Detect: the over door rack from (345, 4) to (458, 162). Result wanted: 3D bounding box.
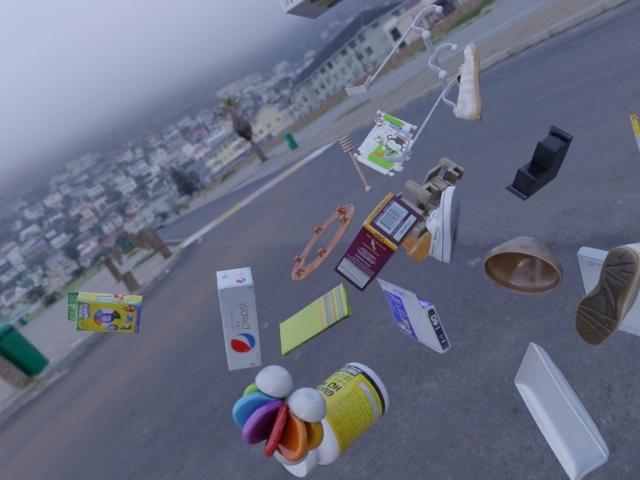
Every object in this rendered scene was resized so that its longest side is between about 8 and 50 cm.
[{"bbox_3d":[0.241,-0.376,1.273,0.324,0.240,0.108,-49,38,-16],"label":"over door rack"}]

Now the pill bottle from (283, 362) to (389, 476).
[{"bbox_3d":[0.028,0.509,1.490,0.333,0.188,0.187,-28,5,-39],"label":"pill bottle"}]

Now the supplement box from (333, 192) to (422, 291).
[{"bbox_3d":[0.111,0.008,1.042,0.104,0.080,0.188,-46,-9,-35],"label":"supplement box"}]

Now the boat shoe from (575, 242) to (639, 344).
[{"bbox_3d":[0.743,0.139,1.315,0.098,0.303,0.109,-14,37,-27],"label":"boat shoe"}]

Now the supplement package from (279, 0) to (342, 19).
[{"bbox_3d":[0.028,-0.564,1.026,0.243,0.134,0.139,-20,6,31],"label":"supplement package"}]

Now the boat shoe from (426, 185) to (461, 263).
[{"bbox_3d":[0.341,-0.042,1.474,0.084,0.258,0.095,16,41,26],"label":"boat shoe"}]

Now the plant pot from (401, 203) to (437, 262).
[{"bbox_3d":[0.342,-0.050,1.941,0.205,0.187,0.205,-60,0,0],"label":"plant pot"}]

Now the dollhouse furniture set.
[{"bbox_3d":[0.319,-0.153,1.715,0.212,0.161,0.242,-34,-27,-37],"label":"dollhouse furniture set"}]

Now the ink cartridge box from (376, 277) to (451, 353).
[{"bbox_3d":[0.264,0.202,1.492,0.045,0.208,0.206,-34,22,-16],"label":"ink cartridge box"}]

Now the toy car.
[{"bbox_3d":[-0.088,0.342,0.982,0.136,0.181,0.159,-16,-50,-59],"label":"toy car"}]

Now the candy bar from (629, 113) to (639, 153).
[{"bbox_3d":[0.868,-0.267,1.413,0.018,0.162,0.040,-17,8,30],"label":"candy bar"}]

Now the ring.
[{"bbox_3d":[0.000,0.000,1.823,0.337,0.032,0.337,-49,13,15],"label":"ring"}]

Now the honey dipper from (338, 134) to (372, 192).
[{"bbox_3d":[0.097,-0.199,1.371,0.030,0.161,0.030,-28,12,6],"label":"honey dipper"}]

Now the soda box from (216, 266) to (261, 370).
[{"bbox_3d":[-0.171,0.168,1.101,0.073,0.216,0.069,-7,29,-11],"label":"soda box"}]

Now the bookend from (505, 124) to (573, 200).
[{"bbox_3d":[0.626,-0.222,1.498,0.157,0.072,0.156,-34,-33,-22],"label":"bookend"}]

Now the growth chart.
[{"bbox_3d":[0.215,-0.309,1.664,0.237,0.171,0.021,-60,-17,-27],"label":"growth chart"}]

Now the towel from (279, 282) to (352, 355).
[{"bbox_3d":[-0.017,0.208,1.358,0.237,0.021,0.102,-36,40,27],"label":"towel"}]

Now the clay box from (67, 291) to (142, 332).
[{"bbox_3d":[-0.692,0.232,1.668,0.053,0.221,0.128,-111,32,-52],"label":"clay box"}]

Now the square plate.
[{"bbox_3d":[0.703,0.509,1.539,0.049,0.344,0.347,-20,54,-3],"label":"square plate"}]

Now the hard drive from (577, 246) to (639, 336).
[{"bbox_3d":[0.996,0.181,1.717,0.047,0.353,0.233,-46,37,-21],"label":"hard drive"}]

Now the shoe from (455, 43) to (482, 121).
[{"bbox_3d":[0.345,-0.374,1.224,0.058,0.077,0.219,-3,63,17],"label":"shoe"}]

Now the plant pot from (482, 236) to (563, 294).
[{"bbox_3d":[0.647,0.064,1.657,0.237,0.237,0.110,-19,39,51],"label":"plant pot"}]
